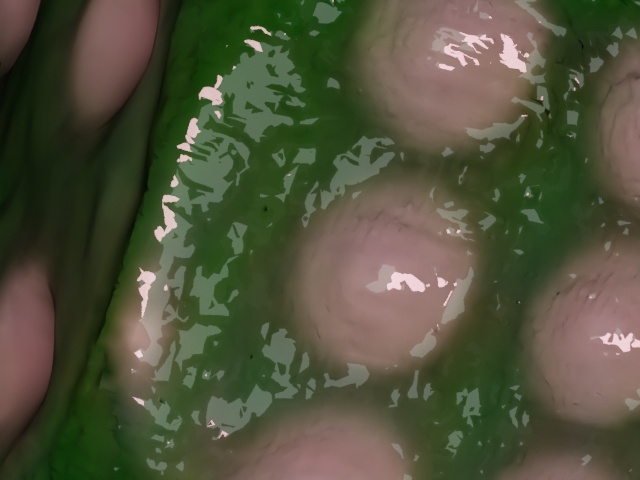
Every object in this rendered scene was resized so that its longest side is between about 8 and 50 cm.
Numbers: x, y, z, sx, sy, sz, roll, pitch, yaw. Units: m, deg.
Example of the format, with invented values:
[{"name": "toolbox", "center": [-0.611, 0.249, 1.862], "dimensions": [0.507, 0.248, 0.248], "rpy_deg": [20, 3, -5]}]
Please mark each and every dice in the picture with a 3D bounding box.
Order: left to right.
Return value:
[{"name": "dice", "center": [0.000, 0.000, 0.759], "dimensions": [0.287, 0.300, 0.297], "rpy_deg": [16, 96, -31]}]
